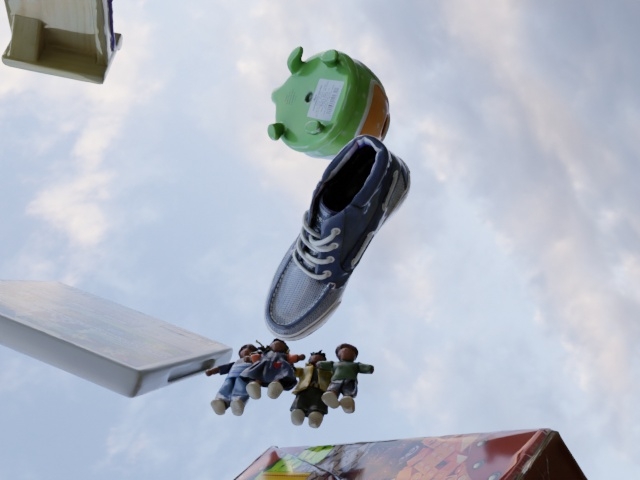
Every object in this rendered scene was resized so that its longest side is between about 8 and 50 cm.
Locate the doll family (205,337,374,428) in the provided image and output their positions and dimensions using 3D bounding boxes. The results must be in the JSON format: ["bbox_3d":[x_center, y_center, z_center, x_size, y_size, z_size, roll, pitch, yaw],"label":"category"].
[{"bbox_3d":[-0.038,0.154,0.695,0.192,0.076,0.111,11,-150,1],"label":"doll family"}]

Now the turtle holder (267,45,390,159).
[{"bbox_3d":[0.012,-0.287,1.391,0.227,0.320,0.244,16,-114,-40],"label":"turtle holder"}]

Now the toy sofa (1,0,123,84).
[{"bbox_3d":[-0.349,-0.405,0.795,0.150,0.363,0.177,9,-127,-8],"label":"toy sofa"}]

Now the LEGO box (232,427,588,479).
[{"bbox_3d":[0.115,0.408,0.450,0.193,0.372,0.500,-34,-89,-36],"label":"LEGO box"}]

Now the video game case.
[{"bbox_3d":[-0.316,0.118,0.813,0.300,0.328,0.036,25,-96,-78],"label":"video game case"}]

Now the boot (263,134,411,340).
[{"bbox_3d":[0.000,0.000,0.499,0.190,0.069,0.086,-58,-23,4],"label":"boot"}]
